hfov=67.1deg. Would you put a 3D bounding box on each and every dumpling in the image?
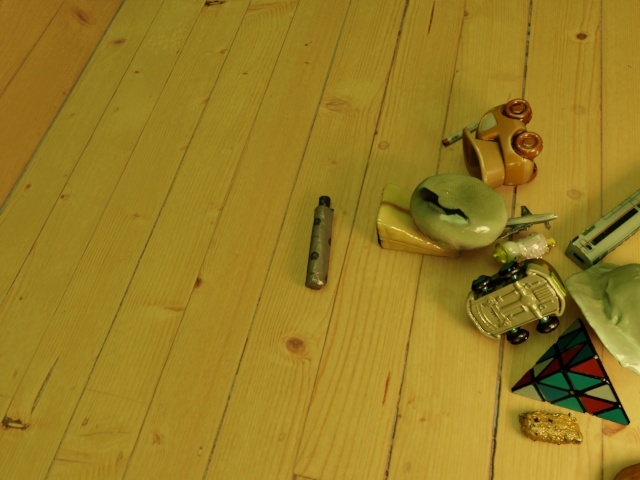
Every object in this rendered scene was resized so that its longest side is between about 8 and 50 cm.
[{"bbox_3d":[0.789,0.159,1.212,0.212,0.321,0.269,-37,79,24],"label":"dumpling"}]

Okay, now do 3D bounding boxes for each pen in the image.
[{"bbox_3d":[0.534,-0.398,1.691,0.239,0.028,0.028,-29,60,-2],"label":"pen"}]

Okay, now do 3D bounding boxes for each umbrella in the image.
[{"bbox_3d":[0.000,0.000,1.591,0.073,0.067,0.337,-28,48,49],"label":"umbrella"}]

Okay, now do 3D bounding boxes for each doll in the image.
[{"bbox_3d":[0.583,0.026,1.397,0.207,0.129,0.081,-12,63,-17],"label":"doll"}]

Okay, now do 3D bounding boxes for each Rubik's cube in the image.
[{"bbox_3d":[0.592,0.348,1.217,0.234,0.250,0.284,-25,63,23],"label":"Rubik's cube"}]

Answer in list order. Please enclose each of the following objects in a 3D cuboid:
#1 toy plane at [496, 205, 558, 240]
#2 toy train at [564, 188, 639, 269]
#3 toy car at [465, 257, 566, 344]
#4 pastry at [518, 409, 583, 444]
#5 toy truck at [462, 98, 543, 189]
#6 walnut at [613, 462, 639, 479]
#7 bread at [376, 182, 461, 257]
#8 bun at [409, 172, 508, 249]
[{"bbox_3d":[0.587,-0.055,1.427,0.226,0.058,0.226,4,33,46],"label":"toy plane"},{"bbox_3d":[0.897,-0.069,1.396,0.407,0.086,0.088,-36,60,-6],"label":"toy train"},{"bbox_3d":[0.536,0.143,1.319,0.248,0.198,0.204,-34,92,34],"label":"toy car"},{"bbox_3d":[0.577,0.470,1.210,0.140,0.056,0.079,-6,50,13],"label":"pastry"},{"bbox_3d":[0.572,-0.286,1.523,0.212,0.204,0.287,-12,62,10],"label":"toy truck"},{"bbox_3d":[0.756,0.562,1.089,0.207,0.115,0.115,-11,61,8],"label":"walnut"},{"bbox_3d":[0.314,-0.063,1.494,0.264,0.163,0.167,8,64,17],"label":"bread"},{"bbox_3d":[0.390,-0.065,1.402,0.284,0.179,0.283,5,39,-4],"label":"bun"}]
